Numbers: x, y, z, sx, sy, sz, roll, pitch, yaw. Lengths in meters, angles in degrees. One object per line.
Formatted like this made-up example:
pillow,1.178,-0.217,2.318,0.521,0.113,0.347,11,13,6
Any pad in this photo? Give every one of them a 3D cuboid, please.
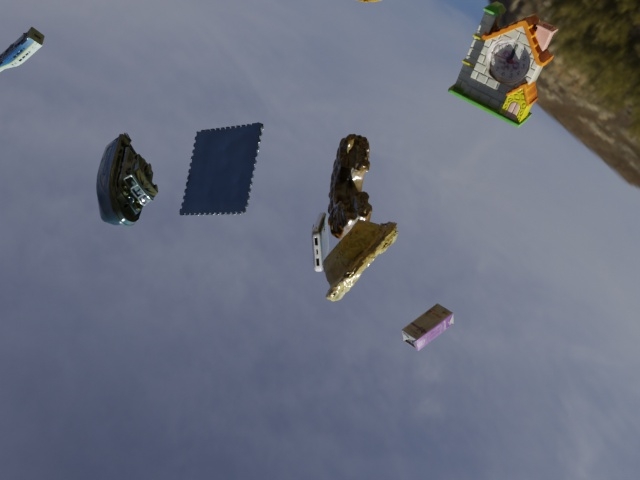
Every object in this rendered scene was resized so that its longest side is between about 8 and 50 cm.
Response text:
pad,-0.281,-0.197,1.976,0.012,0.269,0.270,24,-107,-51

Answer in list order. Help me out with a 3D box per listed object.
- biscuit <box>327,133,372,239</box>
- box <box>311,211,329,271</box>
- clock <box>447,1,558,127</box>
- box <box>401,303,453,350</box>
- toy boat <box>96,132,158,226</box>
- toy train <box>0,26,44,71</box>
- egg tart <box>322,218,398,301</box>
biscuit,0.096,-0.159,2.366,0.115,0.268,0.366,8,-120,-9
box,0.000,0.000,2.352,0.044,0.142,0.285,-1,-165,5
clock,0.485,-0.464,1.834,0.219,0.255,0.106,31,-140,18
box,0.234,0.188,1.533,0.117,0.036,0.050,-30,-138,-27
toy boat,-0.424,-0.124,1.544,0.114,0.122,0.296,57,-170,-35
toy train,-0.920,-0.556,2.119,0.051,0.233,0.052,33,-137,-41
egg tart,0.093,0.042,1.899,0.118,0.288,0.288,41,-154,1
